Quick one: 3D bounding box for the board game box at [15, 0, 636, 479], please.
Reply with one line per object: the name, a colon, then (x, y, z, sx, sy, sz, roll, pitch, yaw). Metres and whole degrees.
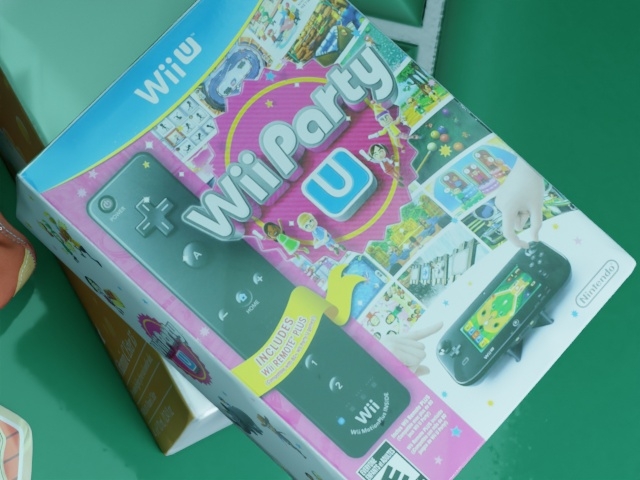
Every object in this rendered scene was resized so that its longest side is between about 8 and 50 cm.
board game box: (0.000, 0.000, 1.069, 0.303, 0.097, 0.224, 42, 73, 3)

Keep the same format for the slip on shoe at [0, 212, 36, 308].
slip on shoe: (-0.317, -0.081, 1.257, 0.101, 0.123, 0.331, -30, 82, -38)

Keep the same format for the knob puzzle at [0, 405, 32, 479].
knob puzzle: (-0.289, 0.176, 1.231, 0.213, 0.030, 0.213, 2, 75, -9)

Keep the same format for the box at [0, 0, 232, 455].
box: (-0.109, -0.049, 1.222, 0.168, 0.215, 0.345, -28, 82, -15)
